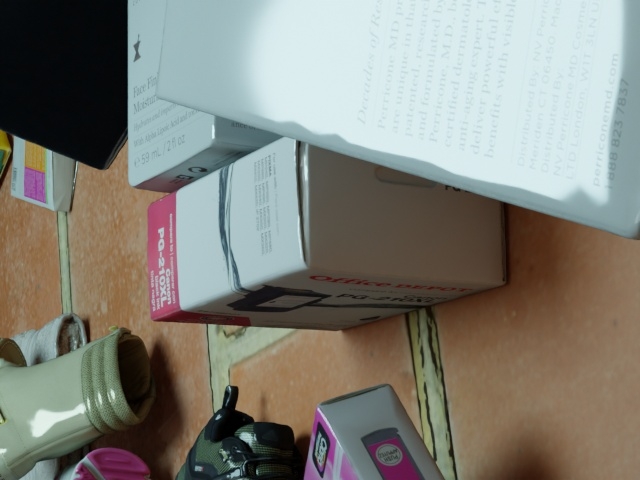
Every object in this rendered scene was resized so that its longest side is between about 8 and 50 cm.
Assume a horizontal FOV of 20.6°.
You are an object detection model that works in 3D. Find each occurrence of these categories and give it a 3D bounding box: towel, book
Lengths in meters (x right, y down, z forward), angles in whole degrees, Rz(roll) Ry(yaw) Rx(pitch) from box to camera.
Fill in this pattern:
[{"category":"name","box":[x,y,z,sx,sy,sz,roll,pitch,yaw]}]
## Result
[{"category":"towel","box":[-0.306,0.230,1.905,0.187,0.049,0.282,-21,67,56]},{"category":"book","box":[-0.316,-0.088,1.986,0.144,0.035,0.096,18,104,59]}]

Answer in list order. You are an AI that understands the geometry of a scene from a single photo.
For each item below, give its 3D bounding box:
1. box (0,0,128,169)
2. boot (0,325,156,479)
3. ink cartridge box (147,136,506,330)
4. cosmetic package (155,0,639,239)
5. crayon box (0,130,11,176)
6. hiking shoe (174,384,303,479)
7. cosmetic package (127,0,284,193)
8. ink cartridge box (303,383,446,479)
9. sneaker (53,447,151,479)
[{"category":"box","box":[-0.366,-0.364,1.570,0.297,0.480,0.472,-56,30,21]},{"category":"boot","box":[-0.262,0.143,1.743,0.095,0.203,0.262,60,-172,-20]},{"category":"ink cartridge box","box":[0.000,0.000,1.292,0.237,0.172,0.100,-21,68,57]},{"category":"cosmetic package","box":[0.116,-0.117,1.018,0.453,0.230,0.161,21,105,54]},{"category":"crayon box","box":[-0.527,-0.094,2.275,0.363,0.106,0.313,-61,39,36]},{"category":"hiking shoe","box":[-0.054,0.209,1.439,0.227,0.086,0.114,42,121,52]},{"category":"cosmetic package","box":[-0.050,-0.136,1.341,0.151,0.151,0.184,-22,67,56]},{"category":"ink cartridge box","box":[0.088,0.286,1.133,0.371,0.069,0.176,57,152,36]},{"category":"sneaker","box":[-0.220,0.323,1.673,0.111,0.103,0.252,-8,72,63]}]
